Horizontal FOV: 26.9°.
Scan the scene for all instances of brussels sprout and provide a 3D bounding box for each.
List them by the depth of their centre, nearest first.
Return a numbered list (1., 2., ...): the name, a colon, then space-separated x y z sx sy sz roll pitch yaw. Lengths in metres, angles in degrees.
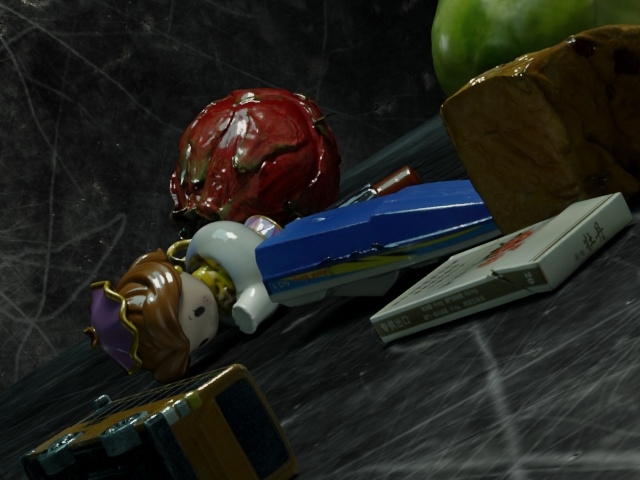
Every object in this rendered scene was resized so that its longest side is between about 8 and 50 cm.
1. brussels sprout: 0.309 -0.304 1.839 0.344 0.268 0.344 -27 -2 -1

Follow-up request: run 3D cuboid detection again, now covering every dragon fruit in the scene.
1. dragon fruit: -0.084 -0.077 1.820 0.244 0.244 0.299 -26 27 43

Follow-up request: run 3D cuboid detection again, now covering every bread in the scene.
1. bread: 0.201 -0.091 1.088 0.149 0.143 0.158 -34 10 -35

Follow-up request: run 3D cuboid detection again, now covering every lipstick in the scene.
1. lipstick: 0.000 0.000 1.708 0.300 0.081 0.081 -33 5 2

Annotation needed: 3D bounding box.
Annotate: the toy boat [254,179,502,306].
1. toy boat: 0.087 -0.003 1.266 0.295 0.088 0.129 -15 12 32

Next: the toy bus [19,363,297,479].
1. toy bus: -0.108 0.143 0.862 0.103 0.091 0.182 -32 7 -39

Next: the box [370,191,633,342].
1. box: 0.132 0.022 1.004 0.109 0.029 0.198 -35 5 -36

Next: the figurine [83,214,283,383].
1. figurine: -0.152 0.068 1.561 0.263 0.142 0.189 -31 39 -35
